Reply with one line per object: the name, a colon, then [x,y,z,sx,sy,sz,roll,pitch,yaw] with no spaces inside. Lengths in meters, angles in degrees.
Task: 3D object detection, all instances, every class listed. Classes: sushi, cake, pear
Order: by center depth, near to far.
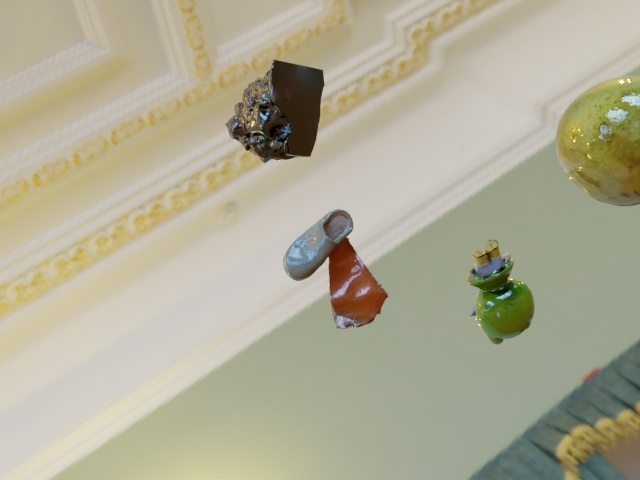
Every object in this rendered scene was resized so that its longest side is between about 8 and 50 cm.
sushi: [-0.092,-0.230,1.802,0.153,0.150,0.172,-1,-97,-51]
cake: [0.066,0.060,2.127,0.135,0.288,0.098,-18,-23,12]
pear: [0.694,-0.238,2.185,0.303,0.304,0.304,-25,-46,-29]

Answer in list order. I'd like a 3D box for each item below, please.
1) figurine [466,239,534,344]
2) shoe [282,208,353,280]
figurine: [0.441,0.131,2.379,0.162,0.143,0.263,-28,-65,-15]
shoe: [0.000,0.000,2.032,0.195,0.079,0.078,-44,-2,-22]
